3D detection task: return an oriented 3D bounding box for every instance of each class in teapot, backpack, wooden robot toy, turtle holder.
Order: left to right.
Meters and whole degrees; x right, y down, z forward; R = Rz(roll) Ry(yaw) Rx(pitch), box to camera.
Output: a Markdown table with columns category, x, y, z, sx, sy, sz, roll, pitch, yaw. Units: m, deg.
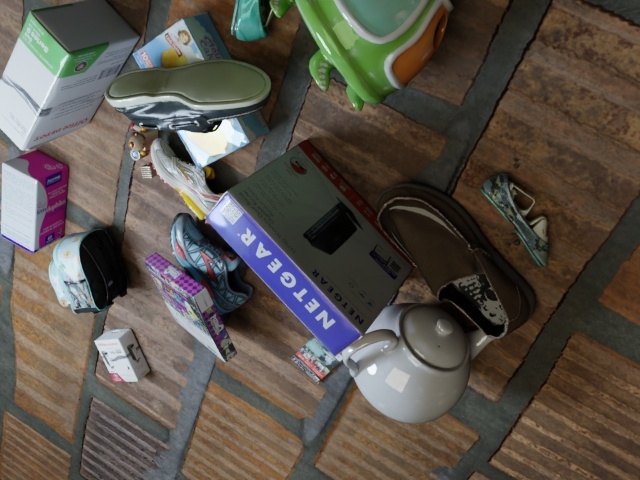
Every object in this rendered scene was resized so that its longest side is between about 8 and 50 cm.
| category | x | y | z | sx | sy | sz | roll | pitch | yaw |
| --- | --- | --- | --- | --- | --- | --- | --- | --- | --- |
| backpack | -0.577 | 0.069 | 1.678 | 0.144 | 0.166 | 0.188 | -1 | 111 | 18 |
| wooden robot toy | -0.402 | -0.215 | 1.499 | 0.076 | 0.079 | 0.173 | 18 | 121 | 18 |
| turtle holder | 0.071 | -0.390 | 1.101 | 0.227 | 0.243 | 0.320 | -32 | 57 | 20 |
| teapot | 0.187 | 0.210 | 1.295 | 0.252 | 0.256 | 0.187 | 35 | 133 | 3 |

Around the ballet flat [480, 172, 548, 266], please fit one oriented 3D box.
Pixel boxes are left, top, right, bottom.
| category | x | y | z | sx | sy | sz | roll | pitch | yaw |
| --- | --- | --- | --- | --- | --- | --- | --- | --- | --- |
| ballet flat | 0.362 | -0.040 | 1.201 | 0.070 | 0.070 | 0.188 | -35 | 99 | 35 |

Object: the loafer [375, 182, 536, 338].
| category | x | y | z | sx | sy | sz | roll | pitch | yaw |
| --- | --- | --- | --- | --- | --- | --- | --- | --- | --- |
| loafer | 0.245 | 0.038 | 1.255 | 0.366 | 0.130 | 0.134 | 41 | 125 | 4 |

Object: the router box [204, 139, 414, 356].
| category | x | y | z | sx | sy | sz | roll | pitch | yaw |
| --- | --- | --- | --- | --- | --- | --- | --- | --- | --- |
| router box | 0.000 | 0.000 | 1.260 | 0.335 | 0.301 | 0.082 | 46 | 126 | -1 |

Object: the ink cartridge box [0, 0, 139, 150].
| category | x | y | z | sx | sy | sz | roll | pitch | yaw |
| --- | --- | --- | --- | --- | --- | --- | --- | --- | --- |
| ink cartridge box | -0.542 | -0.347 | 1.424 | 0.121 | 0.211 | 0.289 | 46 | 125 | -1 |

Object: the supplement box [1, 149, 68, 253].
| category | x | y | z | sx | sy | sz | roll | pitch | yaw |
| --- | --- | --- | --- | --- | --- | --- | --- | --- | --- |
| supplement box | -0.717 | -0.097 | 1.702 | 0.114 | 0.111 | 0.220 | 26 | 123 | 14 |

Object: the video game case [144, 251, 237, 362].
| category | x | y | z | sx | sy | sz | roll | pitch | yaw |
| --- | --- | --- | --- | --- | --- | --- | --- | --- | --- |
| video game case | -0.300 | 0.152 | 1.564 | 0.232 | 0.042 | 0.210 | 27 | 145 | 45 |

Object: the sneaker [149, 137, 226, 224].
| category | x | y | z | sx | sy | sz | roll | pitch | yaw |
| --- | --- | --- | --- | --- | --- | --- | --- | --- | --- |
| sneaker | -0.278 | -0.142 | 1.481 | 0.225 | 0.088 | 0.093 | 45 | 105 | 1 |

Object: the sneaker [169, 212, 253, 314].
| category | x | y | z | sx | sy | sz | roll | pitch | yaw |
| --- | --- | --- | --- | --- | --- | --- | --- | --- | --- |
| sneaker | -0.238 | 0.041 | 1.543 | 0.125 | 0.104 | 0.262 | -18 | 114 | 23 |

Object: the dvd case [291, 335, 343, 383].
| category | x | y | z | sx | sy | sz | roll | pitch | yaw |
| --- | --- | --- | --- | --- | --- | --- | --- | --- | --- |
| dvd case | -0.005 | 0.271 | 1.574 | 0.087 | 0.013 | 0.119 | 43 | 127 | 3 |

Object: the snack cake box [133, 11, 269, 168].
| category | x | y | z | sx | sy | sz | roll | pitch | yaw |
| --- | --- | --- | --- | --- | --- | --- | --- | --- | --- |
| snack cake box | -0.236 | -0.297 | 1.366 | 0.152 | 0.089 | 0.264 | -21 | 103 | 34 |

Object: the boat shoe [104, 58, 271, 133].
| category | x | y | z | sx | sy | sz | roll | pitch | yaw |
| --- | --- | --- | --- | --- | --- | --- | --- | --- | --- |
| boat shoe | -0.235 | -0.252 | 1.270 | 0.340 | 0.127 | 0.113 | -1 | 143 | 19 |

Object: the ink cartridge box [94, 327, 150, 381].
| category | x | y | z | sx | sy | sz | roll | pitch | yaw |
| --- | --- | --- | --- | --- | --- | --- | --- | --- | --- |
| ink cartridge box | -0.538 | 0.313 | 1.845 | 0.099 | 0.056 | 0.135 | -9 | 110 | 32 |

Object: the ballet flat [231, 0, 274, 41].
| category | x | y | z | sx | sy | sz | roll | pitch | yaw |
| --- | --- | --- | --- | --- | --- | --- | --- | --- | --- |
| ballet flat | -0.108 | -0.482 | 1.225 | 0.087 | 0.083 | 0.247 | 7 | 120 | -3 |
